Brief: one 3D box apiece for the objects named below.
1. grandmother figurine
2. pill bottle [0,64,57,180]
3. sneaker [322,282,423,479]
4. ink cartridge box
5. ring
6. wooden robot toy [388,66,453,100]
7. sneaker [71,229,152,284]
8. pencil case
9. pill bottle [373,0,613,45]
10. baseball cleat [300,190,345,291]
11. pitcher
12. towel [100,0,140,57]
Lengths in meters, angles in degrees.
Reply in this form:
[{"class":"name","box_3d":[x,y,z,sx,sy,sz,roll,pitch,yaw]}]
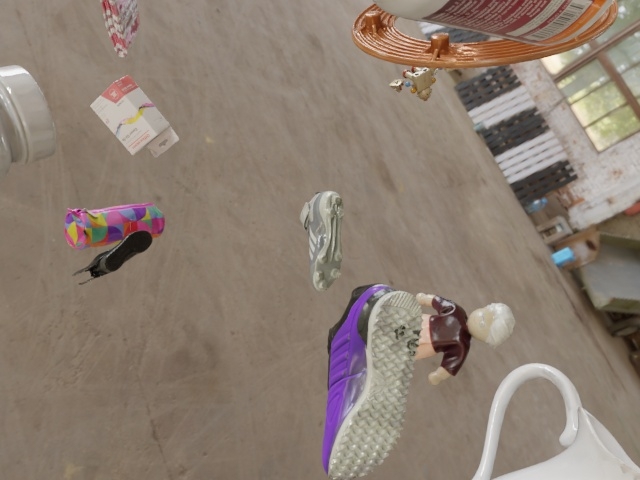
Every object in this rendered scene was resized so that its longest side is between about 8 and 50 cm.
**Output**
[{"class":"grandmother figurine","box_3d":[0.247,0.207,1.159,0.104,0.342,0.208,28,50,-59]},{"class":"pill bottle","box_3d":[-0.649,-0.167,0.871,0.361,0.204,0.204,-29,87,-39]},{"class":"sneaker","box_3d":[0.057,0.202,0.804,0.102,0.294,0.146,15,4,-30]},{"class":"ink cartridge box","box_3d":[-0.470,-0.301,1.360,0.198,0.115,0.067,51,35,-17]},{"class":"ring","box_3d":[0.206,-0.308,0.705,0.337,0.336,0.032,-81,165,-50]},{"class":"wooden robot toy","box_3d":[0.251,-0.382,1.297,0.076,0.173,0.079,53,-11,53]},{"class":"sneaker","box_3d":[-0.456,0.035,1.177,0.051,0.089,0.170,60,40,-18]},{"class":"pencil case","box_3d":[-0.501,-0.039,1.307,0.236,0.104,0.105,-12,73,-53]},{"class":"pill bottle","box_3d":[0.103,-0.213,0.372,0.221,0.121,0.121,-3,62,-30]},{"class":"baseball cleat","box_3d":[0.000,0.000,1.114,0.072,0.109,0.206,12,87,-37]},{"class":"pitcher","box_3d":[0.156,0.213,0.411,0.125,0.207,0.178,35,12,-34]},{"class":"towel","box_3d":[-0.332,-0.412,0.849,0.144,0.029,0.197,-96,-178,-49]}]
